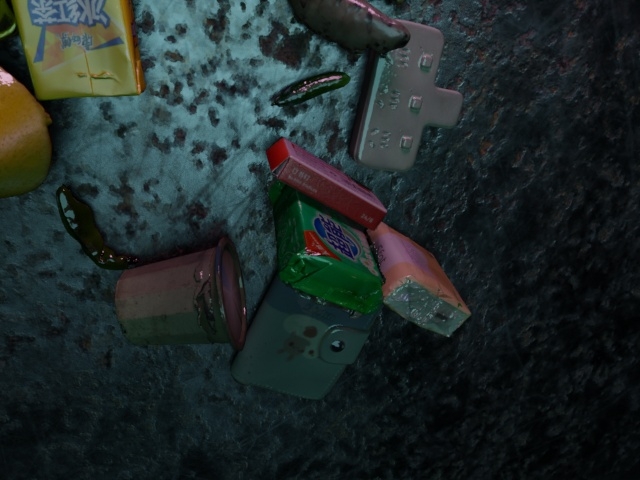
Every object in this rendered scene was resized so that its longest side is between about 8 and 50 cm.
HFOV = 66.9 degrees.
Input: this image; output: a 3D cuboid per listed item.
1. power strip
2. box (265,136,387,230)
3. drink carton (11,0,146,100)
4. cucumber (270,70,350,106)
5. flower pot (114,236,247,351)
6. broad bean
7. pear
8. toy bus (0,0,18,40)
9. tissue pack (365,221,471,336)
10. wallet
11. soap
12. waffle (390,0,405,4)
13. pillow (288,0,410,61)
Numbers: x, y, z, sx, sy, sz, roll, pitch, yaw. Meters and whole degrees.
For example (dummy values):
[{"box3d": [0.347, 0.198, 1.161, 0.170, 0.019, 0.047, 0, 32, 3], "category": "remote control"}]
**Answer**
[{"box3d": [0.171, -0.260, 0.912, 0.194, 0.059, 0.265, 5, 110, -16], "category": "power strip"}, {"box3d": [0.010, -0.107, 0.902, 0.229, 0.123, 0.050, 27, 108, -24], "category": "box"}, {"box3d": [-0.361, -0.388, 0.694, 0.154, 0.111, 0.351, -6, 115, -11], "category": "drink carton"}, {"box3d": [-0.020, -0.272, 0.871, 0.155, 0.037, 0.037, -22, 116, -6], "category": "cucumber"}, {"box3d": [-0.251, 0.117, 0.898, 0.203, 0.212, 0.212, -12, 115, 2], "category": "flower pot"}, {"box3d": [-0.416, -0.011, 0.874, 0.061, 0.046, 0.195, -40, 122, -9], "category": "broad bean"}, {"box3d": [-0.529, -0.127, 0.678, 0.267, 0.178, 0.267, 3, 130, 4], "category": "pear"}, {"box3d": [-0.527, -0.419, 0.613, 0.144, 0.152, 0.330, -17, 116, -9], "category": "toy bus"}, {"box3d": [0.180, 0.071, 0.967, 0.186, 0.222, 0.090, 31, 112, -23], "category": "tissue pack"}, {"box3d": [-0.017, 0.187, 1.046, 0.252, 0.083, 0.360, 22, 107, -16], "category": "wallet"}, {"box3d": [-0.001, 0.002, 0.869, 0.218, 0.273, 0.098, 22, 117, -21], "category": "soap"}, {"box3d": [0.104, -0.506, 0.766, 0.204, 0.054, 0.223, 8, 115, -46], "category": "waffle"}, {"box3d": [0.030, -0.371, 0.813, 0.241, 0.051, 0.093, 29, 121, -5], "category": "pillow"}]
